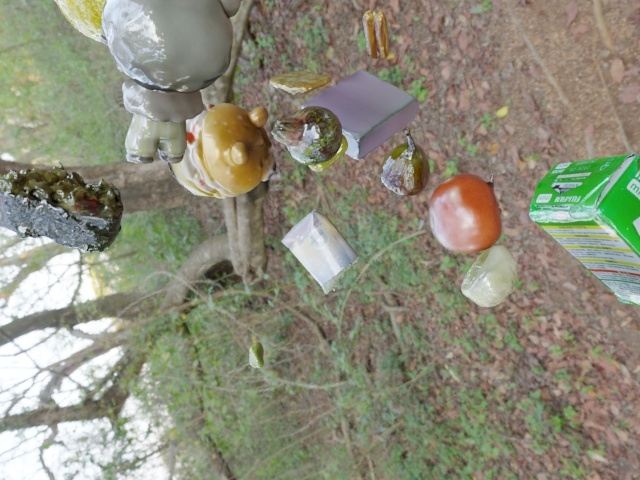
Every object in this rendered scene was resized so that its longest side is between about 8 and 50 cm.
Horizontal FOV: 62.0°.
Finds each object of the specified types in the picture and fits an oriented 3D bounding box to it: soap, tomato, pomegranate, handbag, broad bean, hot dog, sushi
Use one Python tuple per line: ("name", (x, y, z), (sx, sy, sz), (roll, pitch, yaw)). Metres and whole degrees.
("soap", (0.134, -0.437, 1.814), (0.285, 0.296, 0.107), (39, 156, 33))
("tomato", (0.464, -0.084, 1.705), (0.256, 0.224, 0.256), (168, 90, -88))
("pomegranate", (-0.029, -0.236, 1.140), (0.138, 0.126, 0.163), (13, 165, 44))
("handbag", (0.008, 0.025, 1.217), (0.173, 0.117, 0.095), (51, -155, 2))
("soap", (0.019, -0.269, 1.608), (0.089, 0.140, 0.045), (52, -175, 21))
("broad bean", (-0.205, 0.370, 1.723), (0.063, 0.045, 0.083), (27, -125, -55))
("hot dog", (0.164, -0.592, 1.547), (0.165, 0.071, 0.045), (68, -145, -59))
("sushi", (-0.467, -0.068, 0.971), (0.147, 0.212, 0.115), (-98, 27, -62))

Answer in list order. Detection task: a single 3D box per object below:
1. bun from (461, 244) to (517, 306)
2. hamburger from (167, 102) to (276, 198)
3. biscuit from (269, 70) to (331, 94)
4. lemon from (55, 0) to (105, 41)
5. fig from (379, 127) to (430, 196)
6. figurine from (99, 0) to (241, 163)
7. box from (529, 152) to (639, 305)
("bun", (0.532, 0.114, 1.639), (0.127, 0.193, 0.178), (32, 175, 0))
("hamburger", (-0.247, -0.249, 1.439), (0.236, 0.276, 0.277), (-6, 112, 29))
("biscuit", (-0.057, -0.428, 1.425), (0.247, 0.118, 0.029), (42, 152, 58))
("lemon", (-0.377, -0.512, 1.042), (0.253, 0.310, 0.254), (39, 141, 41))
("fig", (0.283, -0.266, 1.749), (0.170, 0.146, 0.274), (27, 151, 19))
("figurine", (-0.280, -0.310, 0.958), (0.203, 0.248, 0.381), (-113, 34, -44))
("box", (0.441, -0.006, 0.767), (0.250, 0.103, 0.180), (39, 174, -11))
